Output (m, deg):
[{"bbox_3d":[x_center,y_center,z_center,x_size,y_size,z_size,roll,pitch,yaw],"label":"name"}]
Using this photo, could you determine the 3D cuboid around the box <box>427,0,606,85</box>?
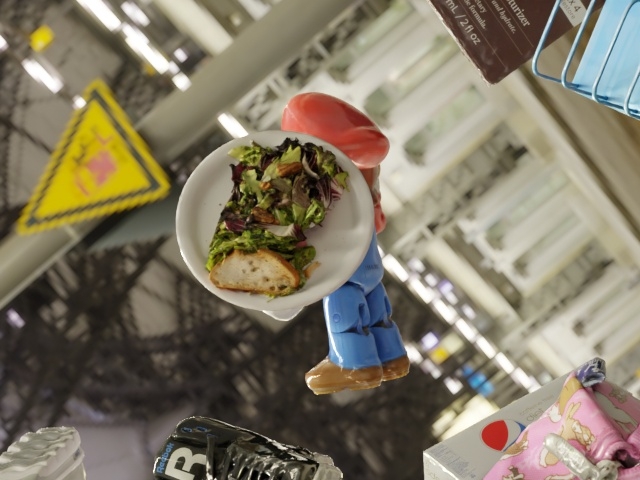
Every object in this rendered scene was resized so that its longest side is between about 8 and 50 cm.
[{"bbox_3d":[0.221,-0.323,1.755,0.168,0.203,0.167,51,-171,-21],"label":"box"}]

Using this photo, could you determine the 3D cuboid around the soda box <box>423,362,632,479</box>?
[{"bbox_3d":[0.204,0.203,1.448,0.069,0.216,0.074,35,139,45],"label":"soda box"}]

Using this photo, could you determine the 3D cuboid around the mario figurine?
[{"bbox_3d":[0.000,0.000,1.616,0.198,0.170,0.321,174,88,-86],"label":"mario figurine"}]

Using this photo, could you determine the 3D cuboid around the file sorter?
[{"bbox_3d":[0.313,-0.183,1.472,0.170,0.118,0.104,31,-165,39],"label":"file sorter"}]

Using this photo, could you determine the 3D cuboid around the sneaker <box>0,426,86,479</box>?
[{"bbox_3d":[-0.306,0.298,1.460,0.281,0.105,0.115,-44,-59,-51],"label":"sneaker"}]

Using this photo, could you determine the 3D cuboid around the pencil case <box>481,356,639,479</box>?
[{"bbox_3d":[0.113,0.268,1.081,0.167,0.386,0.160,42,-173,-27],"label":"pencil case"}]

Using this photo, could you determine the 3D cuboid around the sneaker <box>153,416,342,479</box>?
[{"bbox_3d":[-0.055,0.167,0.982,0.121,0.079,0.217,18,176,-1],"label":"sneaker"}]

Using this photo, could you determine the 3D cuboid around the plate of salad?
[{"bbox_3d":[-0.046,-0.026,1.481,0.200,0.200,0.048,53,168,22],"label":"plate of salad"}]
